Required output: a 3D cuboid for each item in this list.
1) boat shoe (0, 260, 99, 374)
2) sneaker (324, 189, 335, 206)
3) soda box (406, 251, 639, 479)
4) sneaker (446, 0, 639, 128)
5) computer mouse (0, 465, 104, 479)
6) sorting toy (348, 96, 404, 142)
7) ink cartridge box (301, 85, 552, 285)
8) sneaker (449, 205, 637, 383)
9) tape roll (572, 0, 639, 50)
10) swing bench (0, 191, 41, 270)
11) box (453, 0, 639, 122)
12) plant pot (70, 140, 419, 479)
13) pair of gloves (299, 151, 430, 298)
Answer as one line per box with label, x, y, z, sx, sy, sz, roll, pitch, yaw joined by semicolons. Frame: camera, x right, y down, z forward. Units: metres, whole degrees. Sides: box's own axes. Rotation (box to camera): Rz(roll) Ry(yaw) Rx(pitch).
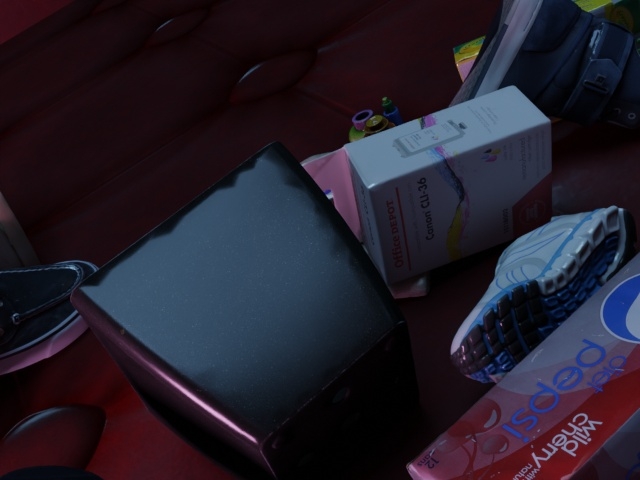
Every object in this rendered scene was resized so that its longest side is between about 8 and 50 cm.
boat shoe;-0.365;0.078;0.919;0.301;0.102;0.108;-22;48;-26
sneaker;-0.031;-0.015;0.830;0.169;0.068;0.071;-13;25;-2
soda box;0.186;0.097;0.541;0.263;0.083;0.092;-39;31;-16
sneaker;0.205;-0.110;0.832;0.086;0.163;0.226;-88;23;-65
computer mouse;-0.178;0.231;0.530;0.184;0.060;0.262;4;19;-37
sorting toy;0.063;-0.134;1.016;0.061;0.042;0.102;-31;31;-5
ink cartridge box;0.091;-0.038;0.745;0.198;0.115;0.067;-20;42;-6
sneaker;0.156;0.039;0.676;0.190;0.071;0.083;-35;24;-28
tape roll;0.353;-0.270;0.957;0.219;0.072;0.219;-20;33;13
swing bench;-0.499;0.028;1.093;0.253;0.165;0.254;-31;34;-18
box;0.233;-0.173;0.879;0.179;0.105;0.043;-18;33;16
plant pot;-0.032;0.078;0.645;0.187;0.188;0.167;-39;55;-17
pair of gloves;0.000;0.000;0.866;0.204;0.042;0.240;-16;39;8
